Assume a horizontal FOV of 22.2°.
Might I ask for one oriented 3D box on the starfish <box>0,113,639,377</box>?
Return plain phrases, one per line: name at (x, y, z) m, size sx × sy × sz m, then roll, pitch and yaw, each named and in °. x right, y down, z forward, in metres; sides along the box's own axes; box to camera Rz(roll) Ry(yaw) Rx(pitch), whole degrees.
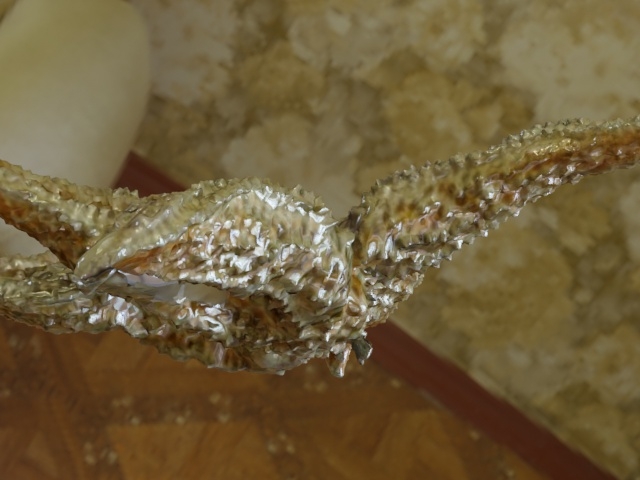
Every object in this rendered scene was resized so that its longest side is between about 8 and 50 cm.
starfish at (-0.024, 0.006, 0.657) m, size 0.293 × 0.301 × 0.084 m, roll 2°, pitch 73°, yaw -35°
